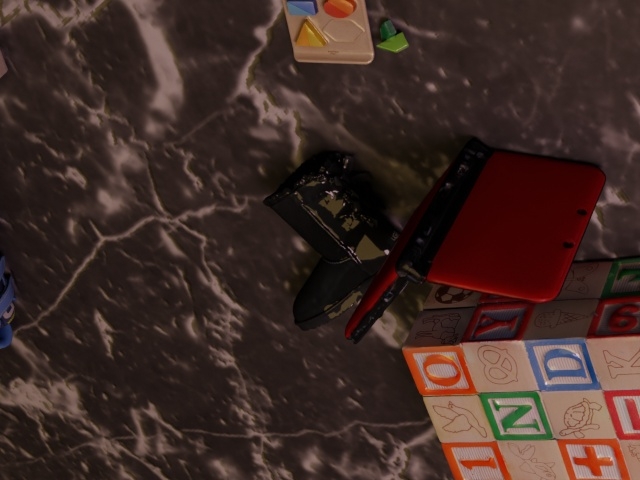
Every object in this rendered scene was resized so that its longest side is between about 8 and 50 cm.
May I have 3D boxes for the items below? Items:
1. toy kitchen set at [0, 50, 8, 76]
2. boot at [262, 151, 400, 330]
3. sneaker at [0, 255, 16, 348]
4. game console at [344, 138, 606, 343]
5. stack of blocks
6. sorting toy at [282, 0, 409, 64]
[{"bbox_3d":[-0.308,-0.046,0.990,0.166,0.122,0.207,3,126,25],"label":"toy kitchen set"},{"bbox_3d":[0.000,0.000,0.925,0.121,0.045,0.099,-34,108,33],"label":"boot"},{"bbox_3d":[-0.279,0.038,1.090,0.059,0.053,0.144,26,141,7],"label":"sneaker"},{"bbox_3d":[0.096,0.009,0.815,0.085,0.144,0.124,35,132,0],"label":"game console"},{"bbox_3d":[0.191,0.160,0.923,0.171,0.087,0.297,-6,122,30],"label":"stack of blocks"},{"bbox_3d":[0.015,-0.139,0.831,0.083,0.012,0.062,6,127,23],"label":"sorting toy"}]
